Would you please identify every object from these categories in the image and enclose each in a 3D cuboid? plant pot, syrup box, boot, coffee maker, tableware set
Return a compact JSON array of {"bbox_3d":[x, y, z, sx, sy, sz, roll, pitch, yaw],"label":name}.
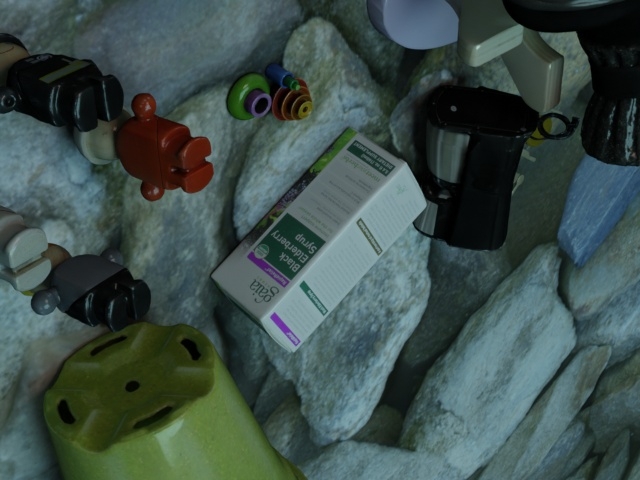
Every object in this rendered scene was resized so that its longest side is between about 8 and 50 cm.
[{"bbox_3d":[-0.160,0.233,1.241,0.276,0.276,0.254,-34,130,-25],"label":"plant pot"},{"bbox_3d":[0.000,0.000,1.338,0.237,0.093,0.096,-47,145,-9],"label":"syrup box"},{"bbox_3d":[0.289,-0.190,1.198,0.348,0.131,0.260,-20,133,-36],"label":"boot"},{"bbox_3d":[0.200,-0.079,1.433,0.120,0.171,0.178,-44,149,-41],"label":"coffee maker"},{"bbox_3d":[0.254,-0.125,1.584,0.104,0.024,0.154,17,107,-50],"label":"tableware set"}]

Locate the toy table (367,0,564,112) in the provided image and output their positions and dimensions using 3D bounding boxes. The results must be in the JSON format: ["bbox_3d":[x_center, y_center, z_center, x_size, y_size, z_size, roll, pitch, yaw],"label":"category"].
[{"bbox_3d":[0.203,-0.277,1.280,0.274,0.161,0.252,-38,142,-18],"label":"toy table"}]

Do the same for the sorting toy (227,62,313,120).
[{"bbox_3d":[-0.043,-0.144,1.213,0.102,0.042,0.061,-9,126,-44],"label":"sorting toy"}]

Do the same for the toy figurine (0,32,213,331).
[{"bbox_3d":[-0.218,-0.045,0.987,0.213,0.148,0.209,29,83,-57],"label":"toy figurine"}]
